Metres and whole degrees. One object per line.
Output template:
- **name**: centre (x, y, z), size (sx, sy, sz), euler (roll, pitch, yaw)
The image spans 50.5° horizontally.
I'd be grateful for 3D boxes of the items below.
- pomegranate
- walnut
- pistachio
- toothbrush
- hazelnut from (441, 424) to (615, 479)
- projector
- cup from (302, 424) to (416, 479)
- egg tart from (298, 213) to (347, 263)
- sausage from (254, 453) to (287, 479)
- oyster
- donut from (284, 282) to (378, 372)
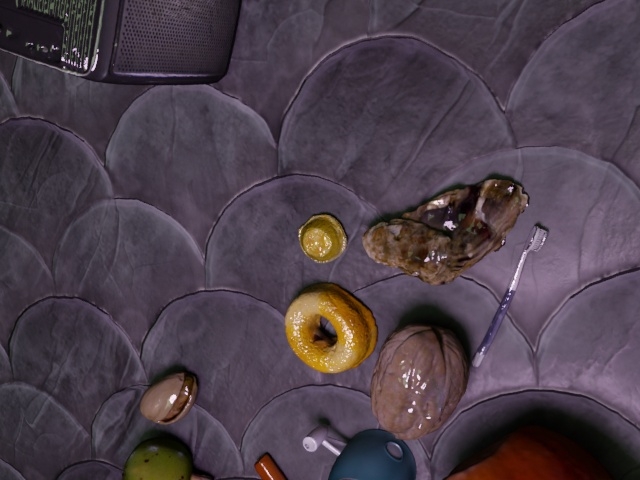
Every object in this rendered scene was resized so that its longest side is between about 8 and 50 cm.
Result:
- **pomegranate**: centre (-0.345, 0.544, 1.546), size (0.209, 0.180, 0.180), euler (10, 108, -7)
- **walnut**: centre (0.176, 0.259, 1.231), size (0.178, 0.178, 0.230), euler (22, 104, 18)
- **pistachio**: centre (-0.339, 0.355, 1.528), size (0.149, 0.113, 0.113), euler (-42, 83, 11)
- **toothbrush**: centre (0.333, 0.105, 1.209), size (0.026, 0.024, 0.288), euler (21, 109, 4)
- **hazelnut**: centre (0.347, 0.495, 1.120), size (0.372, 0.372, 0.315), euler (-14, 133, 26)
- **projector**: centre (-0.396, -0.434, 1.198), size (0.395, 0.405, 0.242), euler (23, 110, 18)
- **cup**: centre (0.086, 0.482, 1.321), size (0.299, 0.173, 0.167), euler (38, 115, 12)
- **egg tart**: centre (0.000, 0.000, 1.325), size (0.105, 0.039, 0.105), euler (6, 106, 22)
- **sausage**: centre (-0.096, 0.531, 1.488), size (0.041, 0.039, 0.131), euler (-38, 84, 24)
- **oyster**: centre (0.220, -0.021, 1.198), size (0.294, 0.094, 0.166), euler (-38, 77, 20)
- **donut**: centre (0.013, 0.178, 1.339), size (0.174, 0.074, 0.190), euler (-38, 85, 27)
